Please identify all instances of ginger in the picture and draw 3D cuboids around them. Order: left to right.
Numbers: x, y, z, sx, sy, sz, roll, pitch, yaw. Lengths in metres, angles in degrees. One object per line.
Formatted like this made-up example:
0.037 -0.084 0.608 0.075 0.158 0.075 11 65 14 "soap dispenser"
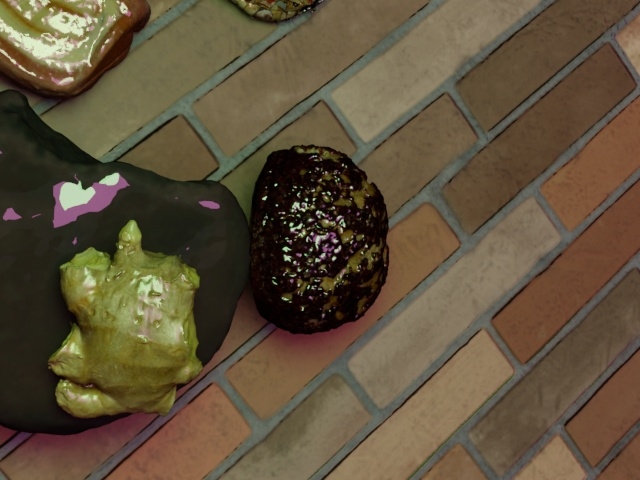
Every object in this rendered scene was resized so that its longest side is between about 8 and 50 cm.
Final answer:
-0.195 0.082 1.074 0.157 0.102 0.216 6 104 2 "ginger"

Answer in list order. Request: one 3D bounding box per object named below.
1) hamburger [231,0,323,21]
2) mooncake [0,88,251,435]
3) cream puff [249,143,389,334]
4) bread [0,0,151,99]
-0.057 -0.403 1.357 0.231 0.107 0.231 4 79 -21 "hamburger"
-0.297 0.036 1.180 0.381 0.212 0.350 36 77 -23 "mooncake"
0.000 0.000 1.289 0.165 0.239 0.239 2 87 8 "cream puff"
-0.335 -0.277 1.228 0.244 0.123 0.190 34 77 -16 "bread"
